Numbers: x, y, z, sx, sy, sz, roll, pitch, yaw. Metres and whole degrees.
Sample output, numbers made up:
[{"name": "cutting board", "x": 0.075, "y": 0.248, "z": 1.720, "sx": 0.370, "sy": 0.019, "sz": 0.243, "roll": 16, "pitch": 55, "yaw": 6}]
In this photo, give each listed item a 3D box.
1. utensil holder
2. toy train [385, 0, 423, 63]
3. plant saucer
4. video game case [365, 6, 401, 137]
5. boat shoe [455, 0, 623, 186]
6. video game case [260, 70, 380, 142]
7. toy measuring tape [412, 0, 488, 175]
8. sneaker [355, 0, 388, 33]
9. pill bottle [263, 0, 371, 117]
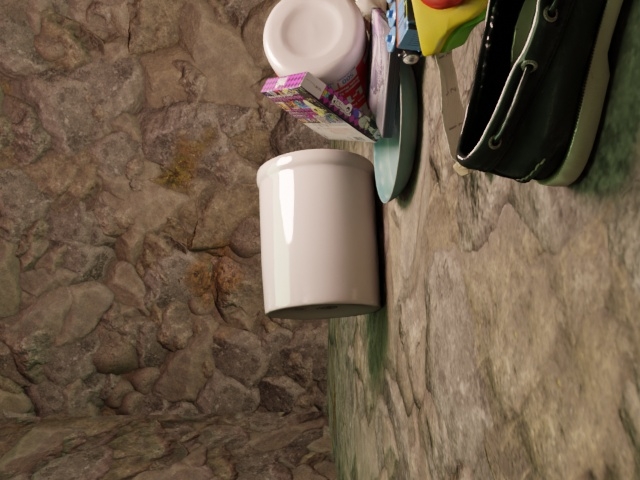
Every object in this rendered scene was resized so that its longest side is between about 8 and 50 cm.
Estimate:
[{"name": "utensil holder", "x": 0.000, "y": 0.000, "z": 1.500, "sx": 0.328, "sy": 0.327, "sz": 0.386, "roll": 103, "pitch": 163, "yaw": -75}, {"name": "toy train", "x": 0.155, "y": -0.387, "z": 0.928, "sx": 0.105, "sy": 0.080, "sz": 0.184, "roll": 131, "pitch": 142, "yaw": -71}, {"name": "plant saucer", "x": 0.154, "y": -0.236, "z": 1.172, "sx": 0.317, "sy": 0.043, "sz": 0.318, "roll": 180, "pitch": 90, "yaw": -86}, {"name": "video game case", "x": 0.123, "y": -0.347, "z": 1.141, "sx": 0.274, "sy": 0.026, "sz": 0.196, "roll": -94, "pitch": 5, "yaw": -60}, {"name": "boat shoe", "x": 0.164, "y": -0.212, "z": 0.445, "sx": 0.127, "sy": 0.112, "sz": 0.340, "roll": -97, "pitch": 8, "yaw": -66}, {"name": "video game case", "x": -0.002, "y": -0.285, "z": 1.231, "sx": 0.042, "sy": 0.210, "sz": 0.232, "roll": -61, "pitch": 27, "yaw": -2}, {"name": "toy measuring tape", "x": 0.171, "y": -0.231, "z": 0.616, "sx": 0.121, "sy": 0.121, "sz": 0.330, "roll": -100, "pitch": -5, "yaw": -71}, {"name": "sneaker", "x": 0.116, "y": -0.533, "z": 1.354, "sx": 0.080, "sy": 0.094, "sz": 0.212, "roll": 97, "pitch": 172, "yaw": -53}, {"name": "pill bottle", "x": 0.022, "y": -0.415, "z": 1.403, "sx": 0.407, "sy": 0.228, "sz": 0.229, "roll": 40, "pitch": -132, "yaw": -74}]
